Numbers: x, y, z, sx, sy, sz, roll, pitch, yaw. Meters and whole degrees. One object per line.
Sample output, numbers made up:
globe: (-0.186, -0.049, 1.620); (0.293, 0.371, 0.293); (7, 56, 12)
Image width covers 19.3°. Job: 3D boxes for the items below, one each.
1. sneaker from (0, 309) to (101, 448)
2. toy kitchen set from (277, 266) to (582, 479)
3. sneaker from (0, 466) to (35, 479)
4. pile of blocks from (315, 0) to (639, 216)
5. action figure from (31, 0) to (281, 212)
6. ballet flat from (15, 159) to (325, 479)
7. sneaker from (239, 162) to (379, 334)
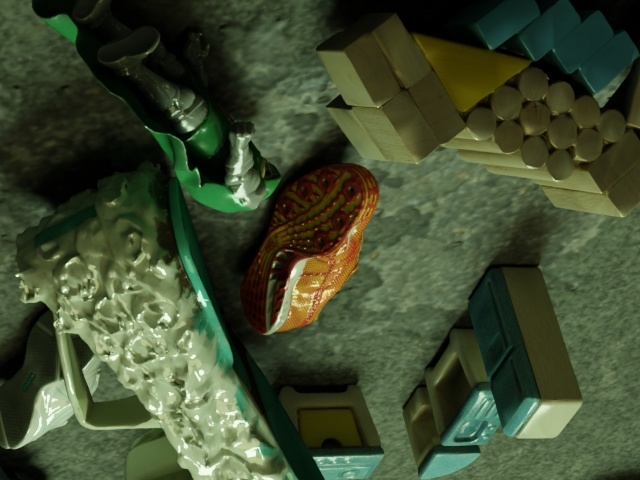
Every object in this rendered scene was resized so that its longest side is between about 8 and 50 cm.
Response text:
sneaker: (-0.183, 0.090, 1.354); (0.061, 0.053, 0.152); (-12, 150, -49)
toy kitchen set: (0.071, 0.127, 1.425); (0.166, 0.122, 0.207); (1, 142, -21)
sneaker: (-0.257, 0.228, 1.452); (0.127, 0.126, 0.321); (-7, 154, -4)
pile of blocks: (0.156, -0.088, 1.193); (0.362, 0.149, 0.112); (17, 179, -24)
action figure: (-0.077, -0.075, 1.112); (0.063, 0.137, 0.232); (-33, 152, 5)
ballet flat: (-0.095, 0.113, 1.303); (0.147, 0.147, 0.409); (-19, 129, 6)
sneaker: (0.000, 0.000, 1.290); (0.067, 0.064, 0.175); (-16, 157, -35)
